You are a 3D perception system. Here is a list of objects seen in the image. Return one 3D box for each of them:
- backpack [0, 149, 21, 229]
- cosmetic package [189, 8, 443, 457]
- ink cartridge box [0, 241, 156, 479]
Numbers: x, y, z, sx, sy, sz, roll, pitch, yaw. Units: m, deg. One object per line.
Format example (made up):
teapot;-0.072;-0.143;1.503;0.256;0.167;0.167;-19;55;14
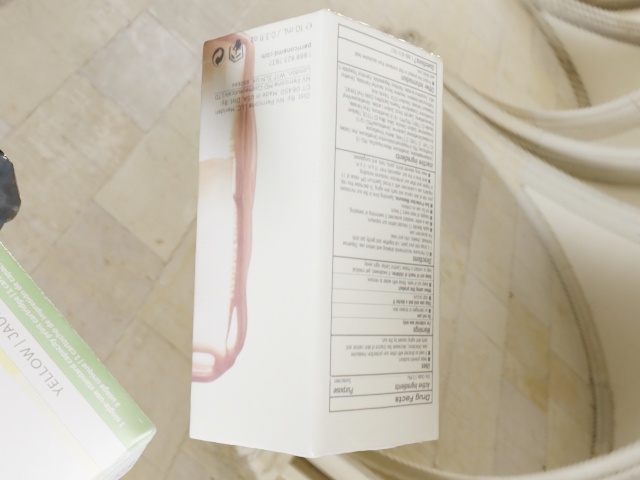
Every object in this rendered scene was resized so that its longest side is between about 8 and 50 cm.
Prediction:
backpack;-0.563;0.009;1.018;0.355;0.290;0.273;-44;152;-42
cosmetic package;0.000;0.000;0.670;0.129;0.153;0.296;-4;-98;40
ink cartridge box;-0.208;0.087;0.348;0.235;0.171;0.056;-36;171;-41
